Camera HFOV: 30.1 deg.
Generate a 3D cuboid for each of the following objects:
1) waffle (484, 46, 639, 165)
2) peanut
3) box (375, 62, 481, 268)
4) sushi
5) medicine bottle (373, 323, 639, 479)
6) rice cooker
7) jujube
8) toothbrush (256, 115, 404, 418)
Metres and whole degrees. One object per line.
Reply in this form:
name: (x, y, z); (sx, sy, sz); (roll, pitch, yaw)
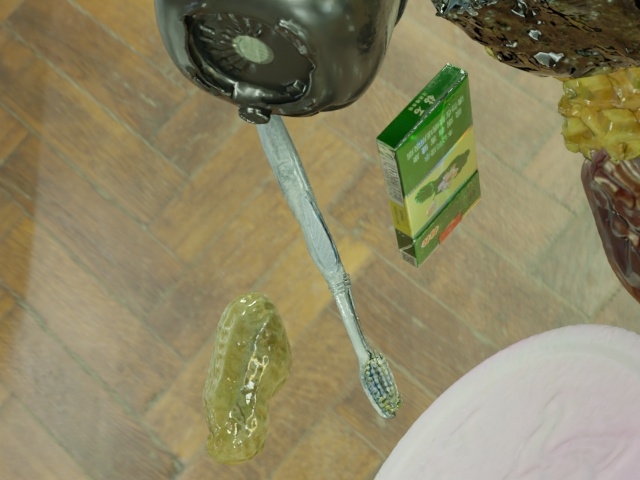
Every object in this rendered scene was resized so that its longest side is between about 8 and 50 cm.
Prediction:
waffle: (0.261, -0.150, 0.920); (0.300, 0.281, 0.058); (28, 58, -17)
peanut: (-0.083, 0.154, 1.333); (0.083, 0.093, 0.194); (-2, 77, 48)
box: (0.129, -0.080, 1.370); (0.034, 0.235, 0.132); (32, 67, 28)
sushi: (0.166, -0.167, 0.687); (0.212, 0.115, 0.147); (-2, 62, 62)
medicine bottle: (0.187, 0.208, 0.549); (0.212, 0.325, 0.212); (-42, 23, 23)
rice cooker: (-0.036, -0.256, 1.200); (0.267, 0.267, 0.225); (7, 60, 21)
jujube: (0.421, -0.010, 1.335); (0.197, 0.197, 0.290); (-40, 81, 0)
toothbrush: (0.000, 0.000, 1.296); (0.035, 0.042, 0.413); (-17, 72, -21)
